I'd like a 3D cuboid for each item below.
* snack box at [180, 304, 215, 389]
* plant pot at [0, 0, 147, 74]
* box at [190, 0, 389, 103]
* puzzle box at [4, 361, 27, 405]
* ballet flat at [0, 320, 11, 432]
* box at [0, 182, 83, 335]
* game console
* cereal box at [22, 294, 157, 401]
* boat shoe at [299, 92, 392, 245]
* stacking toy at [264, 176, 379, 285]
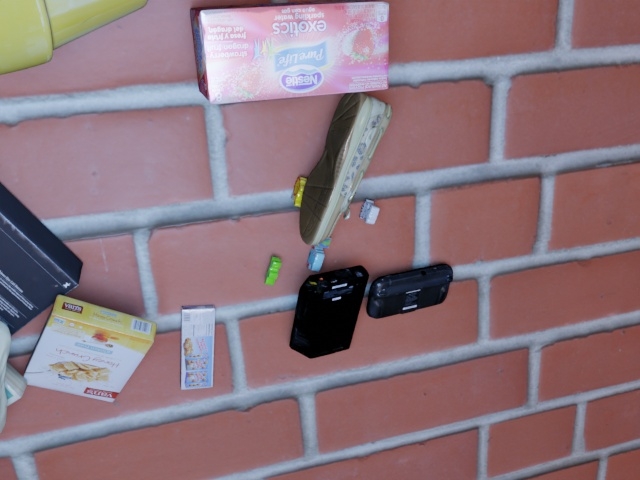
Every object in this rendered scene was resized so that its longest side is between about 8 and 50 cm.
[{"bbox_3d":[-0.244,0.212,1.262,0.064,0.022,0.178,-1,110,-18],"label":"snack box"},{"bbox_3d":[-0.381,-0.384,0.884,0.239,0.254,0.253,-24,116,-25],"label":"plant pot"},{"bbox_3d":[-0.051,-0.315,1.048,0.300,0.154,0.142,-9,112,-15],"label":"box"},{"bbox_3d":[-0.736,0.181,1.055,0.272,0.052,0.408,-32,113,3],"label":"puzzle box"},{"bbox_3d":[-0.559,0.245,1.039,0.086,0.086,0.248,5,111,-19],"label":"ballet flat"},{"bbox_3d":[-0.555,0.020,1.047,0.184,0.103,0.261,-36,116,4],"label":"box"},{"bbox_3d":[0.113,0.130,1.307,0.362,0.044,0.213,-9,134,-24],"label":"game console"},{"bbox_3d":[-0.414,0.201,1.133,0.173,0.047,0.240,20,132,-22],"label":"cereal box"},{"bbox_3d":[0.045,-0.118,1.127,0.089,0.104,0.285,13,107,-32],"label":"boat shoe"},{"bbox_3d":[0.000,0.000,1.245,0.167,0.052,0.221,14,107,-20],"label":"stacking toy"}]
